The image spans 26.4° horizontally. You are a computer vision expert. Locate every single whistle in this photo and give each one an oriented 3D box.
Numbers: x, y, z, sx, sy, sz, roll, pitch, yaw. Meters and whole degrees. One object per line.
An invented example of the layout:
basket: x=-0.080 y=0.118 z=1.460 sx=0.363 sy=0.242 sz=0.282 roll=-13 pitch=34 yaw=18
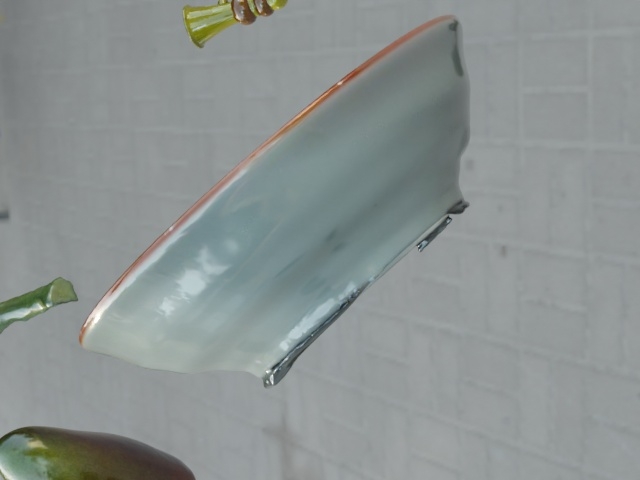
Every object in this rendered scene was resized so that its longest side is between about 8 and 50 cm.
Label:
whistle: x=-0.080 y=-0.235 z=1.357 sx=0.057 sy=0.109 sz=0.046 roll=-92 pitch=-22 yaw=-54

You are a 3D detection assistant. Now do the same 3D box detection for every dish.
dish: x=0.000 y=0.000 z=0.717 sx=0.085 sy=0.260 sz=0.260 roll=49 pitch=143 yaw=4

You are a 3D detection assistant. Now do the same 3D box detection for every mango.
mango: x=-0.247 y=0.266 z=1.492 sx=0.133 sy=0.267 sz=0.111 roll=-7 pitch=68 yaw=38

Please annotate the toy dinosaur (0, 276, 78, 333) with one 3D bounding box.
toy dinosaur: x=-0.331 y=0.067 z=1.008 sx=0.301 sy=0.447 sz=0.087 roll=-29 pitch=24 yaw=40
